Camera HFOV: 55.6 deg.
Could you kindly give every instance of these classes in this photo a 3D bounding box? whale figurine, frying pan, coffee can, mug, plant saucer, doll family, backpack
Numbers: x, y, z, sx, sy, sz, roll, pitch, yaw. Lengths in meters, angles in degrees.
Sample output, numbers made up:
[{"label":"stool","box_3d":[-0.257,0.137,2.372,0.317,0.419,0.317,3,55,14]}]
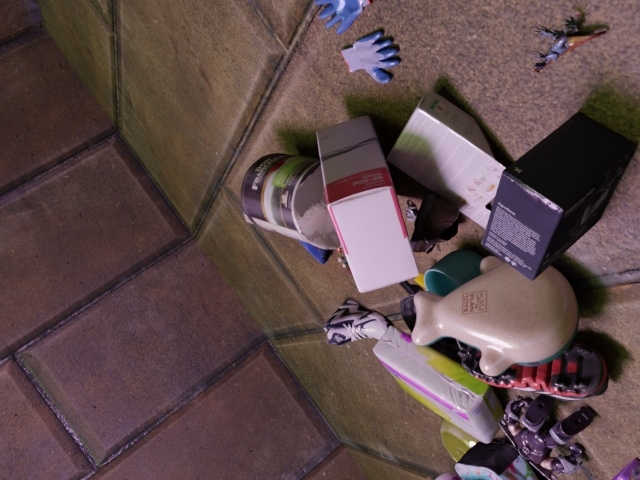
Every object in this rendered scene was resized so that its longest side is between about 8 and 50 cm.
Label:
[{"label":"whale figurine","box_3d":[0.295,0.133,1.033,0.272,0.216,0.141,-11,146,27]},{"label":"frying pan","box_3d":[0.229,0.157,1.455,0.326,0.053,0.197,53,160,3]},{"label":"coffee can","box_3d":[-0.040,-0.100,1.428,0.275,0.202,0.201,17,138,57]},{"label":"mug","box_3d":[0.286,0.093,1.172,0.157,0.097,0.129,58,159,-12]},{"label":"plant saucer","box_3d":[0.431,0.621,1.771,0.241,0.037,0.241,44,157,25]},{"label":"doll family","box_3d":[0.059,0.005,1.551,0.193,0.076,0.111,55,179,-15]},{"label":"backpack","box_3d":[0.475,0.654,1.538,0.253,0.191,0.225,48,158,3]}]

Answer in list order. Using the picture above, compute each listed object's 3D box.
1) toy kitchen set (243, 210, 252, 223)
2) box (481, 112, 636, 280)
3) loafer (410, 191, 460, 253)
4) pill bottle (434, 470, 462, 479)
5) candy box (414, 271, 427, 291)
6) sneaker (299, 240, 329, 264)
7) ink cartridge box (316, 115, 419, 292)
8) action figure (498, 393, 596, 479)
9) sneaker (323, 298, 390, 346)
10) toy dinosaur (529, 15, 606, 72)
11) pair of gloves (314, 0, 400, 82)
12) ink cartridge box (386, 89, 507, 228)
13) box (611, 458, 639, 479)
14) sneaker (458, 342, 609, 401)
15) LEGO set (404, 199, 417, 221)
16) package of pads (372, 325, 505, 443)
[{"label":"toy kitchen set","box_3d":[-0.116,-0.123,1.729,0.207,0.122,0.166,18,143,26]},{"label":"box","box_3d":[0.310,-0.055,0.806,0.093,0.156,0.158,41,156,29]},{"label":"loafer","box_3d":[0.217,-0.018,1.145,0.079,0.080,0.220,20,169,12]},{"label":"pill bottle","box_3d":[0.477,0.861,1.861,0.302,0.169,0.169,29,148,48]},{"label":"candy box","box_3d":[0.296,0.142,1.275,0.206,0.027,0.105,36,180,40]},{"label":"sneaker","box_3d":[0.000,0.000,1.687,0.081,0.090,0.232,46,179,18]},{"label":"ink cartridge box","box_3d":[0.083,-0.078,1.132,0.283,0.117,0.207,-96,-13,-54]},{"label":"action figure","box_3d":[0.472,0.407,1.279,0.185,0.099,0.285,36,158,23]},{"label":"sneaker","box_3d":[0.097,0.268,1.772,0.235,0.153,0.094,31,151,47]},{"label":"toy dinosaur","box_3d":[0.291,-0.231,0.744,0.090,0.047,0.082,32,170,24]},{"label":"pair of gloves","box_3d":[0.063,-0.362,1.051,0.159,0.023,0.198,13,134,61]},{"label":"ink cartridge box","box_3d":[0.236,-0.131,1.028,0.225,0.056,0.181,33,157,2]},{"label":"box","box_3d":[0.671,0.564,1.134,0.293,0.057,0.200,42,157,30]},{"label":"sneaker","box_3d":[0.389,0.233,1.104,0.276,0.097,0.135,-1,158,45]},{"label":"LEGO set","box_3d":[0.195,-0.043,1.261,0.083,0.023,0.054,53,159,3]},{"label":"package of pads","box_3d":[0.291,0.352,1.477,0.297,0.101,0.229,29,163,41]}]
